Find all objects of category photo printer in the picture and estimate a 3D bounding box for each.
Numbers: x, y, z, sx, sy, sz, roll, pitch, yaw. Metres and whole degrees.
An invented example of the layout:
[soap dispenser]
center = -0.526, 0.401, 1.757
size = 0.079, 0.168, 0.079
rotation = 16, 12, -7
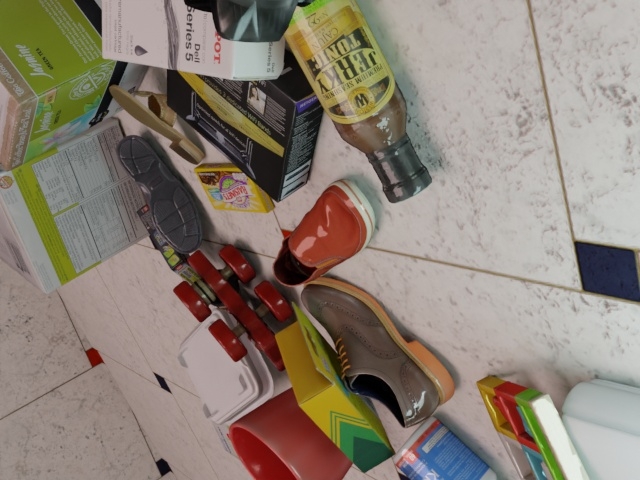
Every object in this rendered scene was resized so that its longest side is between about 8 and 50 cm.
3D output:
[photo printer]
center = 0.495, 0.327, 0.946
size = 0.308, 0.107, 0.256
rotation = 6, 126, 51

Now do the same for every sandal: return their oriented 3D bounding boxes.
[sandal]
center = -0.320, -0.260, 1.476
size = 0.240, 0.079, 0.088
rotation = 43, 160, -31

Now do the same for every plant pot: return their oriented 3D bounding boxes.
[plant pot]
center = -0.031, 0.450, 1.641
size = 0.275, 0.243, 0.275
rotation = 34, 145, 28

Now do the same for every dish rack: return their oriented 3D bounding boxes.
[dish rack]
center = -0.270, 0.338, 1.904
size = 0.333, 0.072, 0.285
rotation = -44, 69, 46

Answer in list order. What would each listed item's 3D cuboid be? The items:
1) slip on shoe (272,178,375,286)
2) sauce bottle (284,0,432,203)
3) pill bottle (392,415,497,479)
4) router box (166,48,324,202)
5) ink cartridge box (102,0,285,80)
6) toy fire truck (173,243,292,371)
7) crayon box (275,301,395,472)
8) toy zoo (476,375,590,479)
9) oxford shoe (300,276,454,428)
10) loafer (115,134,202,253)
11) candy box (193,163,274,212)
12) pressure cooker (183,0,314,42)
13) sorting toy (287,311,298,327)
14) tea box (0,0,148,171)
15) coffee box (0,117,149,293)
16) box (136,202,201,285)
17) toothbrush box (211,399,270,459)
[slip on shoe]
center = 0.000, 0.000, 1.282
size = 0.123, 0.101, 0.331
rotation = 52, 148, 5
[sauce bottle]
center = 0.049, -0.215, 0.991
size = 0.111, 0.111, 0.344
rotation = -12, 113, 57
[pill bottle]
center = 0.258, 0.456, 1.379
size = 0.221, 0.124, 0.124
rotation = 41, 147, 19
[router box]
center = -0.138, -0.248, 1.229
size = 0.309, 0.081, 0.243
rotation = 42, 147, 18
[ink cartridge box]
center = -0.189, -0.353, 1.057
size = 0.273, 0.115, 0.198
rotation = 16, 111, 31
[toy fire truck]
center = -0.189, 0.163, 1.657
size = 0.302, 0.169, 0.254
rotation = 44, 167, 21
[crayon box]
center = 0.016, 0.288, 1.407
size = 0.318, 0.081, 0.202
rotation = 54, -174, -35
[toy zoo]
center = 0.326, 0.313, 1.124
size = 0.293, 0.030, 0.192
rotation = 145, 100, -83
[oxford shoe]
center = 0.074, 0.199, 1.348
size = 0.364, 0.133, 0.130
rotation = 37, 147, 30
[loafer]
center = -0.363, -0.111, 1.677
size = 0.302, 0.109, 0.095
rotation = 59, -178, -6
[candy box]
center = -0.181, -0.109, 1.483
size = 0.206, 0.027, 0.105
rotation = 6, 129, 51
[pressure cooker]
center = -0.024, -0.401, 0.650
size = 0.420, 0.369, 0.375
rotation = 16, 158, 46
[sorting toy]
center = -0.051, 0.200, 1.637
size = 0.062, 0.012, 0.083
rotation = 47, 148, 9
[tea box]
center = -0.535, -0.349, 1.422
size = 0.220, 0.323, 0.329
rotation = 54, 150, -2
[coffee box]
center = -0.684, -0.131, 1.831
size = 0.338, 0.334, 0.338
rotation = 24, 137, 40
[box]
center = -0.367, 0.010, 1.751
size = 0.207, 0.036, 0.114
rotation = 52, 180, 32
[toothbrush box]
center = -0.185, 0.552, 2.070
size = 0.283, 0.122, 0.206
rotation = 17, 134, 46
